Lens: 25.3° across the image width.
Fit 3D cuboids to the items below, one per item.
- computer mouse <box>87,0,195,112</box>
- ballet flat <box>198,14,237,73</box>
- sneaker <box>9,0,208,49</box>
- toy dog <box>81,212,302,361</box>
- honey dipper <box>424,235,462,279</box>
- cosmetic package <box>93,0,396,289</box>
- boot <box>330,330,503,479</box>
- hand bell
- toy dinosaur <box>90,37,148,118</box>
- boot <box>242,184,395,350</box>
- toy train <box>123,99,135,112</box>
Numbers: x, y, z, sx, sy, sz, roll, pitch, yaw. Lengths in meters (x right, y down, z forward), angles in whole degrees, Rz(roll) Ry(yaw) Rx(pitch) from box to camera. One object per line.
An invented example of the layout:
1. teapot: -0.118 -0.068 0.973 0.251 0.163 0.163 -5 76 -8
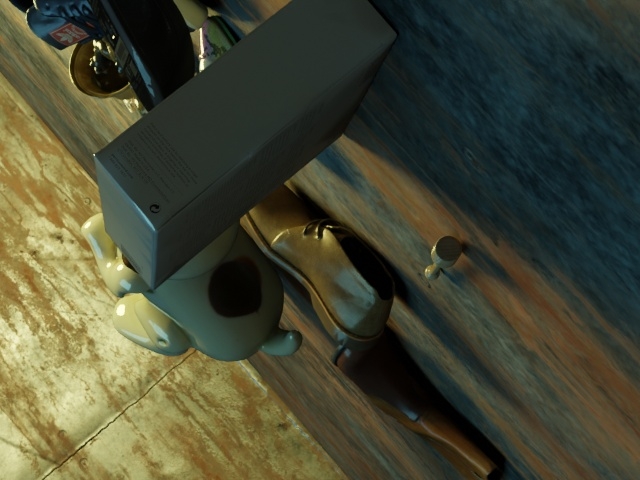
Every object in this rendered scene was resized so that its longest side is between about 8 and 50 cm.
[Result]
1. computer mouse: -0.190 -0.248 1.419 0.272 0.072 0.188 63 168 -8
2. ballet flat: -0.102 -0.170 1.768 0.221 0.079 0.077 56 168 -24
3. sneaker: -0.275 -0.292 1.773 0.350 0.148 0.131 31 176 47
4. toy dog: -0.224 0.033 2.370 0.395 0.284 0.408 43 164 30
5. honey dipper: 0.136 0.023 1.610 0.030 0.030 0.161 49 173 7
6. cosmetic package: -0.085 -0.096 1.428 0.097 0.284 0.377 52 168 3
7. boot: 0.146 0.259 2.118 0.280 0.096 0.264 44 166 26
8. hand bell: -0.289 -0.239 2.277 0.126 0.126 0.242 45 180 25
9. toy dinosaur: -0.303 -0.326 2.036 0.313 0.121 0.160 59 155 -15
10. boot: 0.000 0.000 1.945 0.305 0.112 0.115 50 139 25
11. toy train: -0.348 -0.298 2.388 0.166 0.046 0.125 51 170 15
